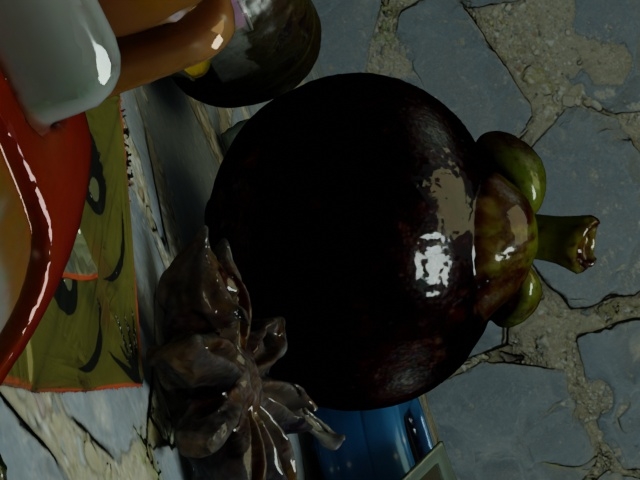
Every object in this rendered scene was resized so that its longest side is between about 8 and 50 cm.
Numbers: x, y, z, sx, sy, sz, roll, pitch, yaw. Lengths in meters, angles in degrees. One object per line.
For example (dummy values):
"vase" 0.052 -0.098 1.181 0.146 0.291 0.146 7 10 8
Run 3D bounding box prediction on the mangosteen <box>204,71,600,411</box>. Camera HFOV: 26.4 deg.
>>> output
"mangosteen" 0.048 -0.006 1.198 0.297 0.313 0.297 26 -54 41

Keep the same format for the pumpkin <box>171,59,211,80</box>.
"pumpkin" -0.164 -0.248 1.003 0.163 0.111 0.279 -43 124 -78

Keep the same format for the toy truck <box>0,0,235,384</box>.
"toy truck" -0.117 -0.059 0.333 0.265 0.239 0.189 -99 168 -49

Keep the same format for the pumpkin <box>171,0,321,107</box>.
"pumpkin" -0.082 -0.253 1.289 0.260 0.189 0.260 -16 90 -84

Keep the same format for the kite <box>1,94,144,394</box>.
"kite" -0.149 -0.034 0.806 0.378 0.013 0.328 -86 165 -55

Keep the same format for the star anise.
"star anise" -0.062 0.108 0.990 0.262 0.081 0.230 48 25 -59

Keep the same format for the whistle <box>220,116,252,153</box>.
"whistle" 0.000 0.000 1.458 0.163 0.163 0.290 -72 143 -78

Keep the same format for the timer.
"timer" 0.082 0.292 1.509 0.340 0.115 0.309 2 74 -83

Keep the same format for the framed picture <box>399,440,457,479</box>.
"framed picture" 0.090 0.360 1.299 0.216 0.016 0.273 -37 117 -37

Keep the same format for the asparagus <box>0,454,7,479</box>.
"asparagus" -0.141 0.126 0.604 0.018 0.015 0.127 -3 75 -73
